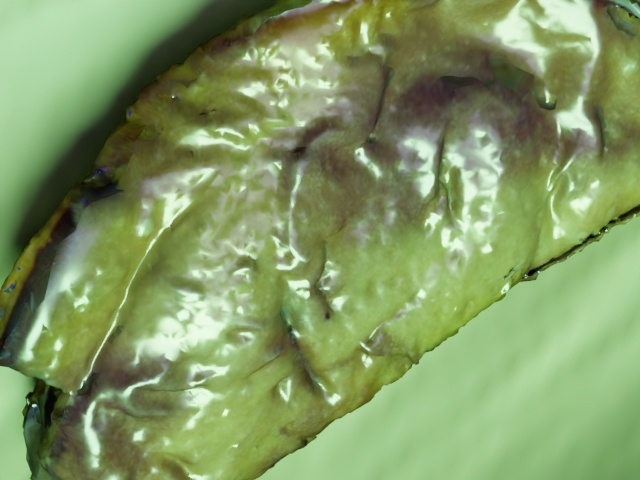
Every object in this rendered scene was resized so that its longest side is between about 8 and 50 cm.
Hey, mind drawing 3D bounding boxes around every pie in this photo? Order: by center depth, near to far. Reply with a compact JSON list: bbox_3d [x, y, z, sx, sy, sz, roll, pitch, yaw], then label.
[{"bbox_3d":[0.000,0.000,0.348,0.170,0.034,0.092,-39,120,-2],"label":"pie"}]
